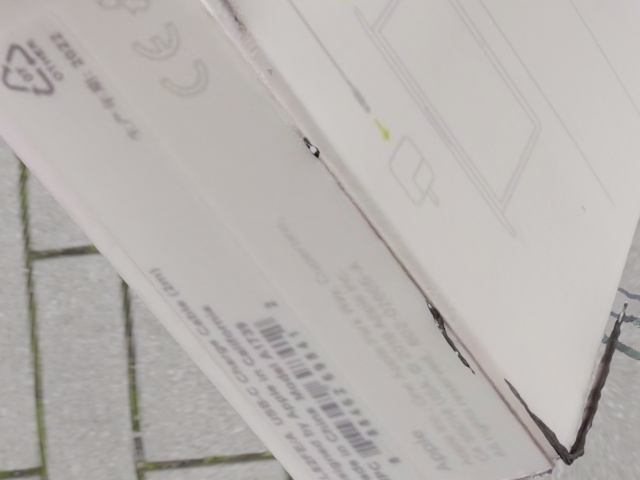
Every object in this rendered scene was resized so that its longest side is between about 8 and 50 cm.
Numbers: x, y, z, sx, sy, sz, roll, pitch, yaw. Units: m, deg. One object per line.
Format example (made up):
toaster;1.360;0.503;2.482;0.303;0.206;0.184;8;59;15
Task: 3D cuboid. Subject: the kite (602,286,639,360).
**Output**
kite;0.259;0.073;1.036;0.245;0.141;0.015;23;129;41

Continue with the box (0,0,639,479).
box;0.021;-0.069;0.494;0.106;0.251;0.203;-23;116;38
